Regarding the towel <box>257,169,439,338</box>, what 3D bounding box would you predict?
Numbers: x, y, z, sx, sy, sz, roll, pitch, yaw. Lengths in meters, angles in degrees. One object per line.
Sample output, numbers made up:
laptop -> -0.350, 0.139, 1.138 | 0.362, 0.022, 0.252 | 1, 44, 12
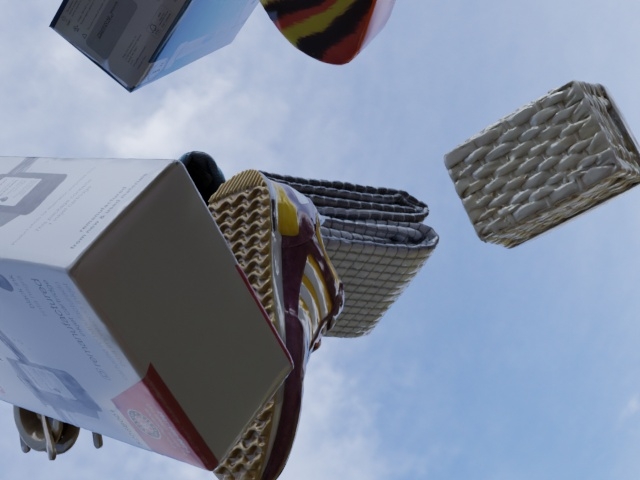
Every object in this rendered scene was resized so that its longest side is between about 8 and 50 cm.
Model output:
towel -> -0.016, 0.026, 1.235 | 0.284, 0.121, 0.235 | 6, -39, -28

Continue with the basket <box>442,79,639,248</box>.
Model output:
basket -> 0.219, -0.074, 0.910 | 0.167, 0.113, 0.103 | -30, -16, 27

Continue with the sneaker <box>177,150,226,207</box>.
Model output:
sneaker -> -0.123, -0.036, 0.948 | 0.104, 0.262, 0.125 | 13, -69, -13

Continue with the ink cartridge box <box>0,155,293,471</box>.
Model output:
ink cartridge box -> -0.102, 0.024, 0.382 | 0.063, 0.151, 0.109 | -53, -49, -34

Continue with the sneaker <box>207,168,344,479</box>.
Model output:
sneaker -> -0.020, 0.052, 0.527 | 0.084, 0.070, 0.185 | 24, -122, -44

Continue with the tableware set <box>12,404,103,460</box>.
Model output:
tableware set -> -0.280, 0.113, 0.889 | 0.039, 0.128, 0.194 | -7, -95, -53

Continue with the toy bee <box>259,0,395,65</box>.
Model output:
toy bee -> 0.025, -0.244, 0.438 | 0.298, 0.162, 0.195 | -56, -3, 18

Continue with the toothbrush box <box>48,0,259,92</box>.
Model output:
toothbrush box -> -0.152, -0.324, 1.095 | 0.216, 0.126, 0.295 | -50, 0, 30
